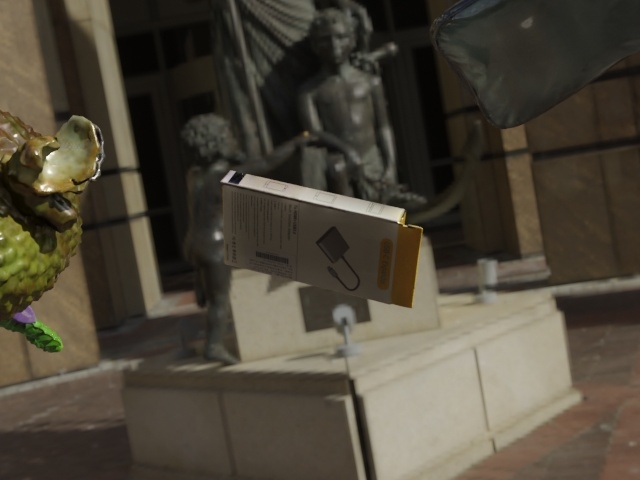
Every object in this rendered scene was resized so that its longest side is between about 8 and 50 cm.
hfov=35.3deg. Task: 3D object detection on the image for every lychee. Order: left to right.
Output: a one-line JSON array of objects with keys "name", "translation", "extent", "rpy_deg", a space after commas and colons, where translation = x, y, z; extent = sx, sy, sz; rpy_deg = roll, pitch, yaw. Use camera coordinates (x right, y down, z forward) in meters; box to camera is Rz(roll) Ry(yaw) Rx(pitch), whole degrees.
[{"name": "lychee", "translation": [-0.395, -0.030, 1.102], "extent": [0.320, 0.270, 0.270], "rpy_deg": [14, 17, 31]}]

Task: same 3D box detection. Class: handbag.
[{"name": "handbag", "translation": [0.314, -0.281, 1.279], "extent": [0.332, 0.191, 0.075], "rpy_deg": [-28, 22, 29]}]

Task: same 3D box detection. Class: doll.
[{"name": "doll", "translation": [-0.432, 0.095, 1.366], "extent": [0.050, 0.190, 0.115], "rpy_deg": [-57, 5, -27]}]

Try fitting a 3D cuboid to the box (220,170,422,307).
[{"name": "box", "translation": [0.000, 0.000, 1.206], "extent": [0.247, 0.129, 0.033], "rpy_deg": [14, 38, 13]}]
